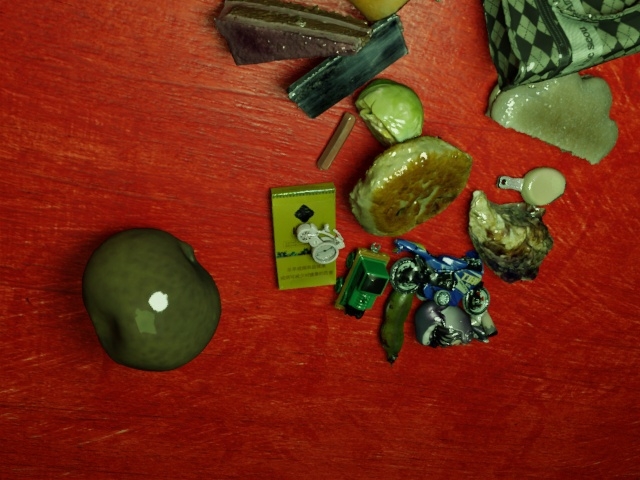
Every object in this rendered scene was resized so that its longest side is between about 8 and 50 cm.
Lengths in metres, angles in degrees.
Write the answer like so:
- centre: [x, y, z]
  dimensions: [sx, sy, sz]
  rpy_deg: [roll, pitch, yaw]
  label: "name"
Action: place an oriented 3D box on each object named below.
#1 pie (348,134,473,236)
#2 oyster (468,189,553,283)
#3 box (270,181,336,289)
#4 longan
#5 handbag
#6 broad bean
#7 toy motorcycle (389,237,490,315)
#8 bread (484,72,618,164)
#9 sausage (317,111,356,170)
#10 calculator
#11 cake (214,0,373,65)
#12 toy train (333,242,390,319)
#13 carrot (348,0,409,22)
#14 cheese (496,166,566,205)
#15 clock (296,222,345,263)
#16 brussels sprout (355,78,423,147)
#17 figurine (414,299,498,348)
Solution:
- centre: [0.209, -0.114, 1.205]
  dimensions: [0.315, 0.092, 0.315]
  rpy_deg: [-21, 152, -12]
  label: "pie"
- centre: [0.489, -0.006, 1.354]
  dimensions: [0.271, 0.100, 0.275]
  rpy_deg: [-13, 102, -26]
  label: "oyster"
- centre: [-0.039, -0.005, 1.320]
  dimensions: [0.153, 0.041, 0.279]
  rpy_deg: [-5, 121, -6]
  label: "box"
- centre: [-0.380, 0.138, 1.215]
  dimensions: [0.288, 0.288, 0.350]
  rpy_deg: [-22, 115, 4]
  label: "longan"
- centre: [0.505, -0.489, 0.995]
  dimensions: [0.415, 0.180, 0.317]
  rpy_deg: [-17, 91, -1]
  label: "handbag"
- centre: [0.208, 0.216, 1.479]
  dimensions: [0.077, 0.061, 0.339]
  rpy_deg: [-3, 122, -16]
  label: "broad bean"
- centre: [0.319, 0.085, 1.379]
  dimensions: [0.315, 0.113, 0.169]
  rpy_deg: [18, 88, -18]
  label: "toy motorcycle"
- centre: [0.545, -0.298, 1.208]
  dimensions: [0.337, 0.102, 0.183]
  rpy_deg: [16, 117, -19]
  label: "bread"
- centre: [0.036, -0.221, 1.209]
  dimensions: [0.030, 0.035, 0.147]
  rpy_deg: [36, 115, 8]
  label: "sausage"
- centre: [0.058, -0.346, 1.089]
  dimensions: [0.261, 0.021, 0.161]
  rpy_deg: [-33, 165, 10]
  label: "calculator"
- centre: [-0.051, -0.382, 1.007]
  dimensions: [0.295, 0.116, 0.113]
  rpy_deg: [11, 140, 17]
  label: "cake"
- centre: [0.107, 0.113, 1.359]
  dimensions: [0.091, 0.136, 0.228]
  rpy_deg: [14, 114, -17]
  label: "toy train"
- centre: [0.050, -0.553, 0.906]
  dimensions: [0.224, 0.224, 0.340]
  rpy_deg: [-41, 122, 15]
  label: "carrot"
- centre: [0.524, -0.130, 1.326]
  dimensions: [0.171, 0.047, 0.092]
  rpy_deg: [-13, 101, -3]
  label: "cheese"
- centre: [0.000, 0.000, 1.284]
  dimensions: [0.087, 0.041, 0.129]
  rpy_deg: [-36, 126, 15]
  label: "clock"
- centre: [0.158, -0.275, 1.137]
  dimensions: [0.122, 0.149, 0.151]
  rpy_deg: [-49, 134, 0]
  label: "brussels sprout"
- centre: [0.365, 0.227, 1.471]
  dimensions: [0.222, 0.145, 0.145]
  rpy_deg: [-1, 121, -16]
  label: "figurine"
